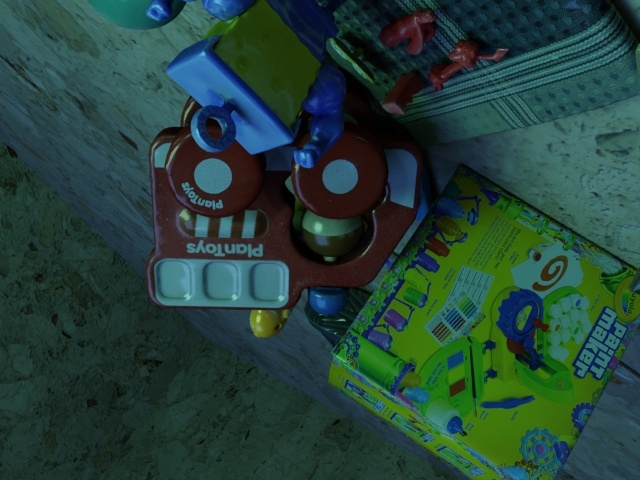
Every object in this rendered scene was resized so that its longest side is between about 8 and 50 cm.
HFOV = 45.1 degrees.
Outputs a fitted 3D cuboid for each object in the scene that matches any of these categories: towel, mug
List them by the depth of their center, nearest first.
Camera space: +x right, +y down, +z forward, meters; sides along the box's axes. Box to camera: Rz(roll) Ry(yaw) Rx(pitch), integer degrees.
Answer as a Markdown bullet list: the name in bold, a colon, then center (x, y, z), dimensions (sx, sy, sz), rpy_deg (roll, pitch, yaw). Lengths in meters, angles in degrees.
- **towel**: center (0.100, -0.219, 0.707), dimensions (0.312, 0.056, 0.324), rpy_deg (40, 160, -22)
- **mug**: center (-0.209, -0.323, 0.851), dimensions (0.157, 0.129, 0.097), rpy_deg (40, 158, -11)
- **towel**: center (0.103, 0.023, 1.345), dimensions (0.060, 0.009, 0.083), rpy_deg (36, 162, -3)

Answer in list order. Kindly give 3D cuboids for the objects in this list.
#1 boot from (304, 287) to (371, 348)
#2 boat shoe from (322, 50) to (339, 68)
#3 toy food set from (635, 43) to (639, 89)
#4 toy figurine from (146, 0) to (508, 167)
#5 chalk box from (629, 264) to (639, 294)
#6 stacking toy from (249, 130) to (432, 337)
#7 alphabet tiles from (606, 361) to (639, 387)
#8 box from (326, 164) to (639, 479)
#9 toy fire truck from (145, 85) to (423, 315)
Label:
- **boot**: center (0.182, 0.295, 1.656), dimensions (0.367, 0.146, 0.445), rpy_deg (32, 160, 38)
- **boat shoe**: center (-0.003, -0.213, 0.902), dimensions (0.064, 0.075, 0.206), rpy_deg (-16, 135, 9)
- **toy food set**: center (0.327, -0.112, 0.544), dimensions (0.192, 0.039, 0.132), rpy_deg (19, 178, 24)
- **toy figurine**: center (-0.046, -0.177, 0.619), dimensions (0.362, 0.217, 0.191), rpy_deg (44, 159, -30)
- **chalk box**: center (0.387, 0.012, 0.617), dimensions (0.213, 0.132, 0.132), rpy_deg (27, 159, 21)
- **stacking toy**: center (0.000, 0.000, 1.001), dimensions (0.165, 0.302, 0.175), rpy_deg (25, 160, 29)
- **alphabet tiles**: center (0.378, 0.181, 1.248), dimensions (0.198, 0.009, 0.237), rpy_deg (35, 161, 2)
- **box**: center (0.202, 0.119, 0.953), dimensions (0.279, 0.290, 0.177), rpy_deg (33, 162, 10)
- **toy fire truck**: center (-0.045, -0.033, 0.865), dimensions (0.302, 0.169, 0.254), rpy_deg (2, 118, -4)
